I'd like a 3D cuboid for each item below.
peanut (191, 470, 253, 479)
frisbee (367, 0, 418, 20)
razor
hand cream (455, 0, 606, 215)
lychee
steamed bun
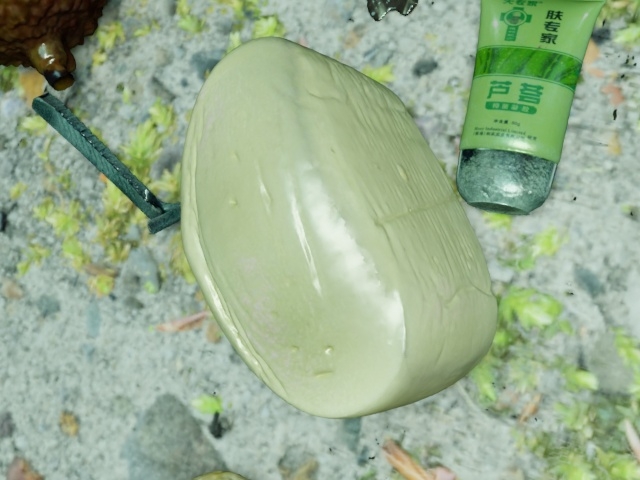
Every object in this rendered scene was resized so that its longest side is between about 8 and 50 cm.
[{"bbox_3d":[-0.031,0.249,0.713,0.087,0.087,0.206,-41,71,7],"label":"peanut"},{"bbox_3d":[0.053,-0.265,0.822,0.211,0.012,0.187,1,81,18],"label":"frisbee"},{"bbox_3d":[-0.177,-0.065,0.849,0.190,0.033,0.066,38,48,23],"label":"razor"},{"bbox_3d":[0.145,-0.106,0.743,0.095,0.046,0.175,9,81,22],"label":"hand cream"},{"bbox_3d":[-0.254,-0.222,0.816,0.200,0.200,0.238,-26,80,12],"label":"lychee"},{"bbox_3d":[0.000,0.000,0.690,0.155,0.200,0.250,-31,77,25],"label":"steamed bun"}]
